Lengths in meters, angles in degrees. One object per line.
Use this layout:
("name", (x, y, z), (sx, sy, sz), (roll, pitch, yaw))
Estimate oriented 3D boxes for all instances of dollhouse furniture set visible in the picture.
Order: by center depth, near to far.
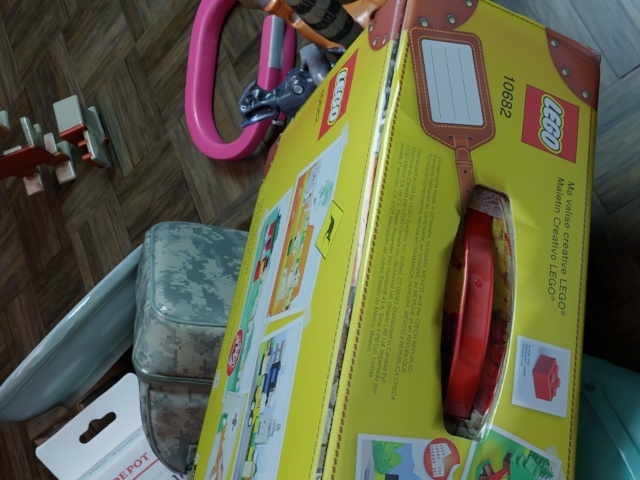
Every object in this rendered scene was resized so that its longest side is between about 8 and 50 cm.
("dollhouse furniture set", (-0.296, 0.345, 1.162), (0.161, 0.212, 0.242), (-21, 104, 41))
("dollhouse furniture set", (-0.550, -0.167, 1.351), (0.259, 0.262, 0.135), (-20, 78, 8))

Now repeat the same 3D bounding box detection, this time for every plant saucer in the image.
("plant saucer", (-0.377, 0.166, 1.161), (0.100, 0.400, 0.400), (42, 124, -7))

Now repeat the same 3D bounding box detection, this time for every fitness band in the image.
("fitness band", (-0.131, -0.270, 1.098), (0.209, 0.054, 0.290), (16, 101, 43))

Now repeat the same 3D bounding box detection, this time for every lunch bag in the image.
("lunch bag", (-0.164, 0.144, 0.985), (0.305, 0.213, 0.256), (-118, 42, -60))

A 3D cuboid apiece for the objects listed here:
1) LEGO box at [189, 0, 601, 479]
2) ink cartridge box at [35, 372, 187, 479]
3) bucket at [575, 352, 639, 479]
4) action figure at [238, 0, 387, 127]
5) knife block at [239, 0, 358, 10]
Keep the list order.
("LEGO box", (0.042, 0.090, 0.641), (0.372, 0.193, 0.500), (146, 139, -64))
("ink cartridge box", (-0.244, 0.394, 1.020), (0.207, 0.119, 0.353), (-40, 94, -3))
("bucket", (0.278, 0.250, 0.614), (0.183, 0.281, 0.281), (13, 100, 36))
("action figure", (0.013, -0.199, 0.801), (0.341, 0.330, 0.178), (-23, 41, 24))
("knife block", (0.058, -0.350, 0.804), (0.242, 0.276, 0.088), (144, 126, -67))
